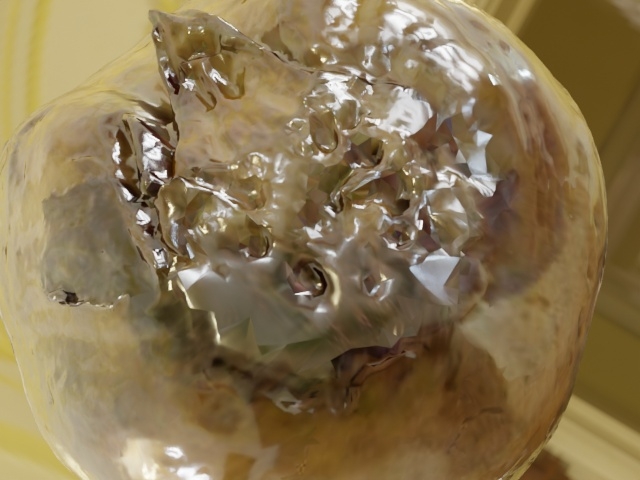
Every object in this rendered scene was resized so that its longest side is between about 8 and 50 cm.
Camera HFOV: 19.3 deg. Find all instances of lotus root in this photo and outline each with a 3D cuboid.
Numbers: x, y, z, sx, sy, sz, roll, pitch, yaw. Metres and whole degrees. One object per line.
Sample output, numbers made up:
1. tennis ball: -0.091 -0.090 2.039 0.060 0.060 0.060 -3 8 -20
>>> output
1. lotus root: 0.000 0.000 0.722 0.272 0.272 0.192 -56 1 -14
